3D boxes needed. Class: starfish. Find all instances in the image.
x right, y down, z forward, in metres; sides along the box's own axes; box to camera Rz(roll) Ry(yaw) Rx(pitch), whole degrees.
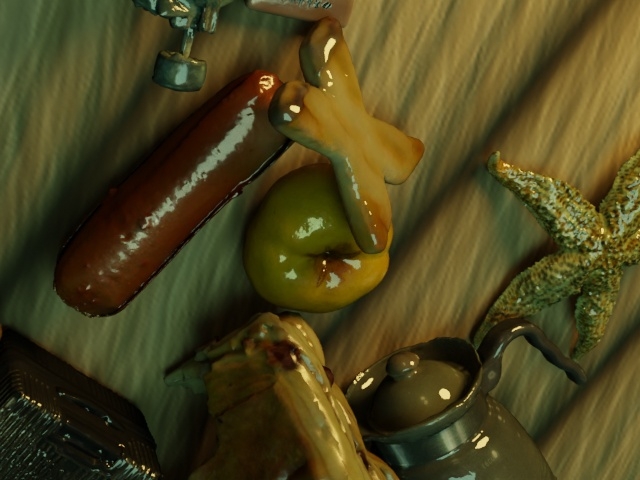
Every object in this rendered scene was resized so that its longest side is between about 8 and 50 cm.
[{"bbox_3d":[0.347,0.014,1.581,0.347,0.078,0.357,-20,123,-11],"label":"starfish"}]

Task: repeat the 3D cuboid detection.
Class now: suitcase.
[{"bbox_3d":[-0.369,0.287,1.442,0.335,0.152,0.230,-47,124,7],"label":"suitcase"}]

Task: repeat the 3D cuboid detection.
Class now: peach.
[{"bbox_3d":[0.000,0.000,1.429,0.179,0.103,0.179,-10,125,-15],"label":"peach"}]

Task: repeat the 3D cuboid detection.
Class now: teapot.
[{"bbox_3d":[0.179,0.233,1.556,0.305,0.223,0.285,-21,117,11],"label":"teapot"}]

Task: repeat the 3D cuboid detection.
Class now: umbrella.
[{"bbox_3d":[-0.103,-0.311,1.197,0.143,0.094,0.348,10,103,-11],"label":"umbrella"}]

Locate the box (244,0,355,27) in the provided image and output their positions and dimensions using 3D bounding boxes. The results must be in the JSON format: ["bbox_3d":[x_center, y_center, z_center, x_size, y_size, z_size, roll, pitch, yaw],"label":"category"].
[{"bbox_3d":[-0.020,-0.251,1.323,0.115,0.025,0.048,8,117,-24],"label":"box"}]

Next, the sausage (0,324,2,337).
[{"bbox_3d":[-0.442,0.142,1.365,0.238,0.098,0.098,-36,124,4],"label":"sausage"}]

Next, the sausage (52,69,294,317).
[{"bbox_3d":[-0.154,-0.052,1.349,0.330,0.102,0.102,-43,123,8],"label":"sausage"}]

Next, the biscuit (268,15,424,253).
[{"bbox_3d":[0.028,-0.109,1.331,0.047,0.164,0.208,-7,133,38],"label":"biscuit"}]

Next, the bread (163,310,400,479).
[{"bbox_3d":[-0.060,0.294,1.468,0.314,0.370,0.191,-33,164,27],"label":"bread"}]
